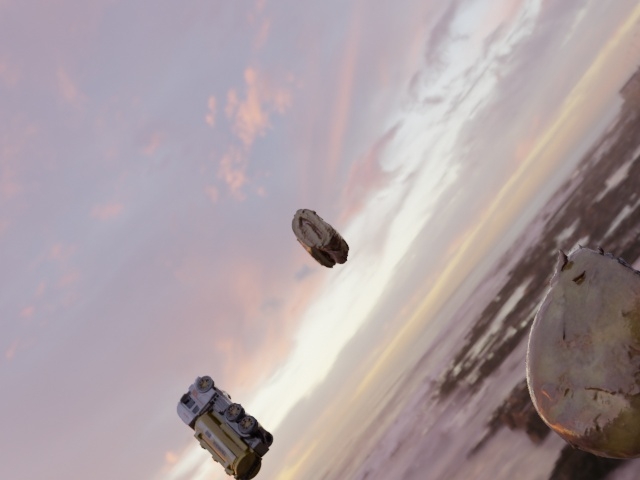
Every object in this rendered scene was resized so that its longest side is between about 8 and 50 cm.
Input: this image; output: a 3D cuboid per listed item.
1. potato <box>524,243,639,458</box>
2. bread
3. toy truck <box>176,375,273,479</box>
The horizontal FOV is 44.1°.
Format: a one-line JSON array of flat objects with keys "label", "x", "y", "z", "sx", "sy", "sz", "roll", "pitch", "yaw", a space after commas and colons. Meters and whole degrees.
[{"label": "potato", "x": 0.415, "y": 0.188, "z": 1.184, "sx": 0.237, "sy": 0.301, "sz": 0.289, "roll": -44, "pitch": 14, "yaw": -3}, {"label": "bread", "x": 0.000, "y": 0.000, "z": 0.744, "sx": 0.036, "sy": 0.047, "sz": 0.083, "roll": -49, "pitch": -20, "yaw": -3}, {"label": "toy truck", "x": -0.105, "y": 0.203, "z": 0.855, "sx": 0.063, "sy": 0.123, "sz": 0.052, "roll": -47, "pitch": -39, "yaw": -13}]
